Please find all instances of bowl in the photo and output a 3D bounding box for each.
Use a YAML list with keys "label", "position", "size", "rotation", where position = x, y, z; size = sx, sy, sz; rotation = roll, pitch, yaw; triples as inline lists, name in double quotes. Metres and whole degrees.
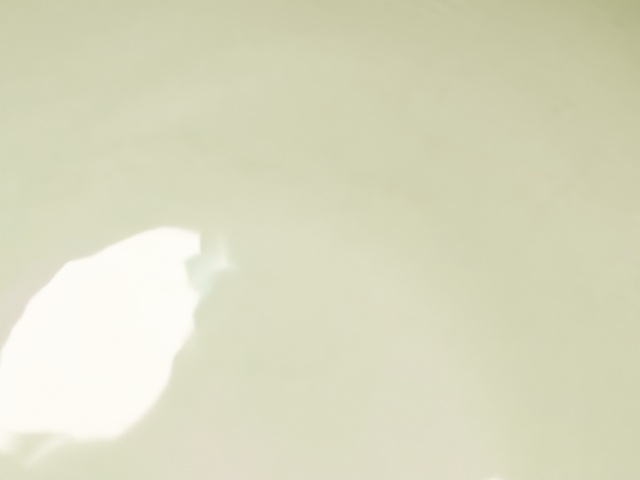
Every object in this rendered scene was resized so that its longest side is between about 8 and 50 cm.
- label: "bowl"
  position: [-0.014, 0.065, 0.394]
  size: [0.354, 0.185, 0.353]
  rotation: [-2, 99, -14]
